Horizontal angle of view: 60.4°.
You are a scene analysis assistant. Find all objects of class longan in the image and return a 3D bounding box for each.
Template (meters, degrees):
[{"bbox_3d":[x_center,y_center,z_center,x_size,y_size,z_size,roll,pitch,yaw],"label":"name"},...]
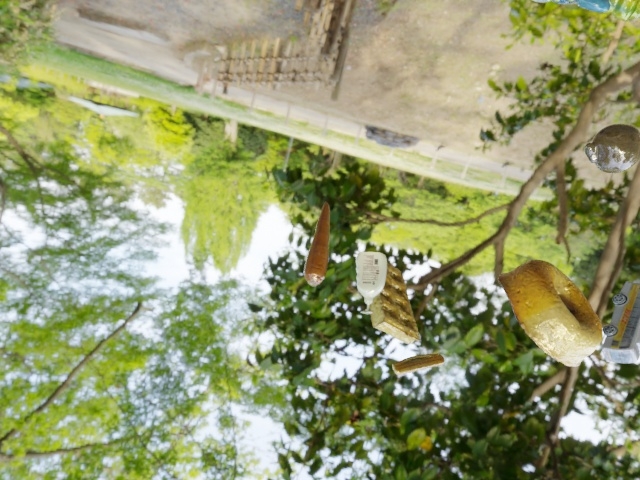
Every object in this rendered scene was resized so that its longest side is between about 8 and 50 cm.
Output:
[{"bbox_3d":[0.632,-0.197,1.190,0.119,0.106,0.106,-8,-171,0],"label":"longan"}]

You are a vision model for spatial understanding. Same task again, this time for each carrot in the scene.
[{"bbox_3d":[0.000,0.000,1.176,0.048,0.216,0.048,7,146,5],"label":"carrot"}]

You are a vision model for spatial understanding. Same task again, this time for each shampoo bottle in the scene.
[{"bbox_3d":[0.122,0.105,1.341,0.077,0.151,0.045,-1,162,14],"label":"shampoo bottle"}]

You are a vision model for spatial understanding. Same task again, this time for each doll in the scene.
[{"bbox_3d":[0.468,-0.506,1.091,0.346,0.098,0.341,6,-141,-11],"label":"doll"}]

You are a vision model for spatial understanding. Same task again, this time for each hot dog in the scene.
[{"bbox_3d":[0.238,0.301,1.345,0.137,0.028,0.044,-11,-136,-18],"label":"hot dog"}]

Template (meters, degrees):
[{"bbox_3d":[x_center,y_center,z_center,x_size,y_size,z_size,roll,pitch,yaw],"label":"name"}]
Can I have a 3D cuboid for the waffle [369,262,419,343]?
[{"bbox_3d":[0.212,0.179,1.688,0.168,0.057,0.274,31,-145,-35],"label":"waffle"}]

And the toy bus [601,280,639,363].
[{"bbox_3d":[0.676,0.180,1.207,0.075,0.190,0.064,4,141,42],"label":"toy bus"}]

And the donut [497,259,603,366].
[{"bbox_3d":[0.375,0.106,0.884,0.174,0.074,0.190,39,-153,-10],"label":"donut"}]
